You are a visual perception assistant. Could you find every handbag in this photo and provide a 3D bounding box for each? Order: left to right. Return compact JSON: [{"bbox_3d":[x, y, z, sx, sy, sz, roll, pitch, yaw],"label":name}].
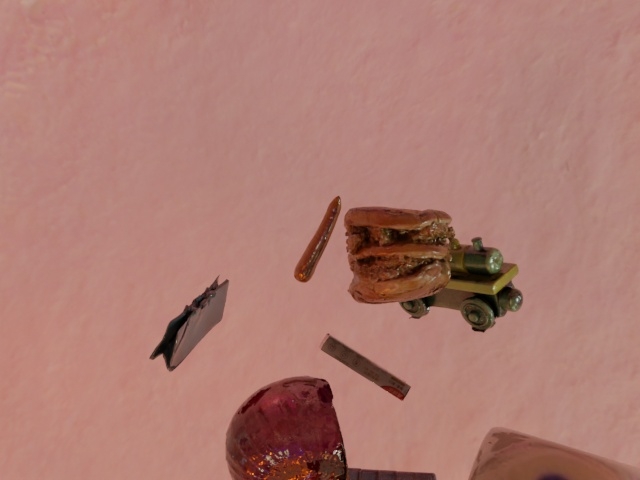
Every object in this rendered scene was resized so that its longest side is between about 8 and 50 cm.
[{"bbox_3d":[-0.283,0.180,1.371,0.057,0.221,0.144,31,123,8],"label":"handbag"}]

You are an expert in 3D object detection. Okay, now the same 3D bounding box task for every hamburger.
[{"bbox_3d":[0.170,0.029,1.323,0.245,0.260,0.211,-2,86,-5],"label":"hamburger"}]

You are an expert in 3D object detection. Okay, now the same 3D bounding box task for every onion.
[{"bbox_3d":[-0.074,0.403,1.208,0.231,0.272,0.256,-10,96,-3],"label":"onion"}]

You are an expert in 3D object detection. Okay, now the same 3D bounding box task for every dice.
[{"bbox_3d":[0.426,0.526,1.106,0.304,0.277,0.304,11,77,29],"label":"dice"}]

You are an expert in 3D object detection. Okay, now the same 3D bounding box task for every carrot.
[{"bbox_3d":[0.000,0.000,1.131,0.037,0.037,0.190,26,114,-4],"label":"carrot"}]

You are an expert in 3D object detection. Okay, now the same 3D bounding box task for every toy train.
[{"bbox_3d":[0.307,0.075,1.467,0.150,0.369,0.237,-32,114,-35],"label":"toy train"}]

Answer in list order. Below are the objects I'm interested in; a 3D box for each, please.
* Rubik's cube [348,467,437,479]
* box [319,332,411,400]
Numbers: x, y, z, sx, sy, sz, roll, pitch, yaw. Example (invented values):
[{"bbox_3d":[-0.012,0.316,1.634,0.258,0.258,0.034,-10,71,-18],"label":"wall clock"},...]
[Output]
[{"bbox_3d":[0.172,0.699,1.452,0.237,0.238,0.237,-4,47,14],"label":"Rubik's cube"},{"bbox_3d":[0.099,0.282,1.368,0.218,0.055,0.039,32,85,-1],"label":"box"}]
